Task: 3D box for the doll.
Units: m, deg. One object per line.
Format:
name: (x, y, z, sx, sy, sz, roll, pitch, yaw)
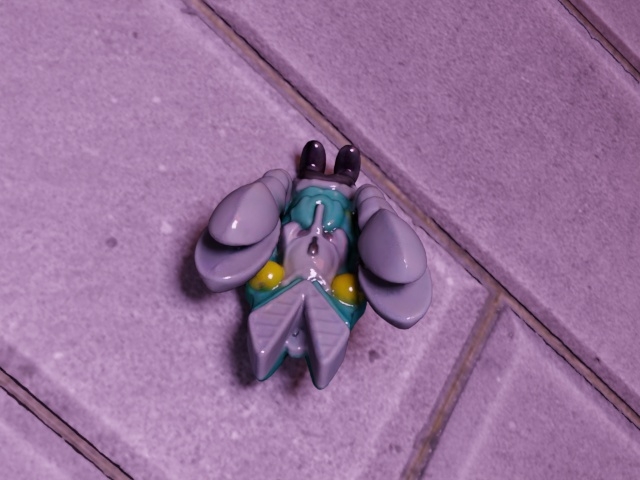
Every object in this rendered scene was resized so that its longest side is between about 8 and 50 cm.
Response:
doll: (-0.020, 0.003, 1.184, 0.195, 0.153, 0.258, -14, 48, -13)
